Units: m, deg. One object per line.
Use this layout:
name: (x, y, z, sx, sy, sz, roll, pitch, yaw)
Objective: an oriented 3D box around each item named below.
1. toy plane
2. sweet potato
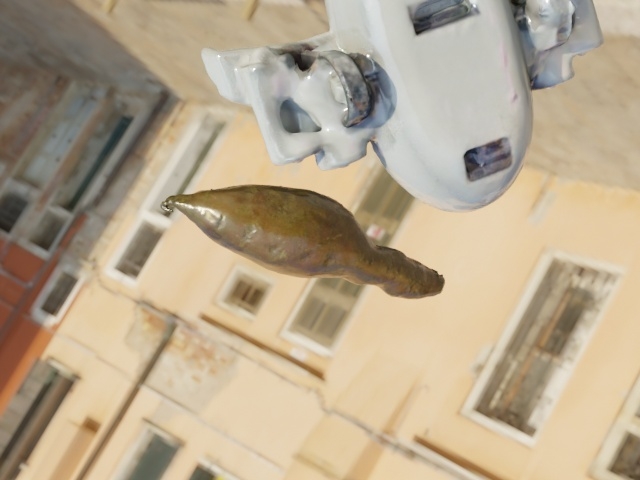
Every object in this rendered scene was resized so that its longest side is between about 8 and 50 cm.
toy plane: (0.051, -0.133, 0.695, 0.245, 0.244, 0.117, 33, 172, -17)
sweet potato: (0.003, 0.000, 0.982, 0.270, 0.074, 0.075, 19, 177, -26)
